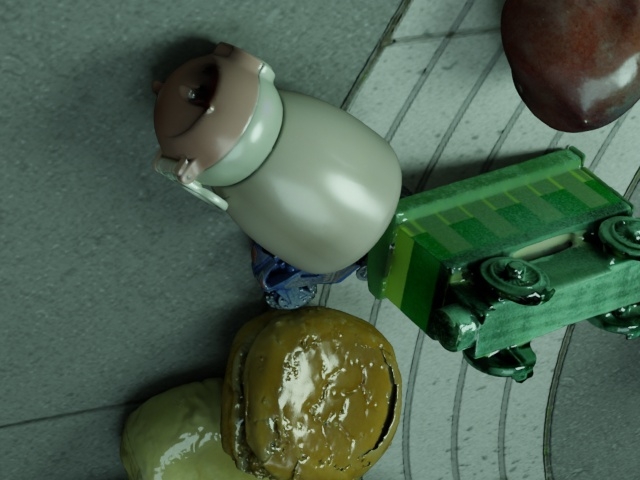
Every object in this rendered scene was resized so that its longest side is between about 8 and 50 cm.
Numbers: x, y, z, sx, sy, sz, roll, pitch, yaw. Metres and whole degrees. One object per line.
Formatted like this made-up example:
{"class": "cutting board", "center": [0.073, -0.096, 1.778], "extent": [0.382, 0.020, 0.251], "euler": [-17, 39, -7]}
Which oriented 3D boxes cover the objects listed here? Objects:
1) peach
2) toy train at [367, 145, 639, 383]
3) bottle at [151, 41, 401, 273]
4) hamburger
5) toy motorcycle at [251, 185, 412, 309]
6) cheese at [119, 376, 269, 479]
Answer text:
{"class": "peach", "center": [0.230, -0.167, 1.408], "extent": [0.152, 0.152, 0.152], "euler": [-13, 142, -10]}
{"class": "toy train", "center": [0.201, 0.023, 1.528], "extent": [0.300, 0.202, 0.120], "euler": [-17, 133, -34]}
{"class": "bottle", "center": [-0.051, -0.081, 1.392], "extent": [0.147, 0.148, 0.236], "euler": [-39, 131, 22]}
{"class": "hamburger", "center": [-0.009, 0.167, 1.678], "extent": [0.213, 0.214, 0.108], "euler": [12, 175, -35]}
{"class": "toy motorcycle", "center": [0.000, 0.000, 1.565], "extent": [0.114, 0.076, 0.205], "euler": [25, 126, -39]}
{"class": "cheese", "center": [-0.117, 0.248, 1.776], "extent": [0.214, 0.117, 0.226], "euler": [-16, 140, -13]}
